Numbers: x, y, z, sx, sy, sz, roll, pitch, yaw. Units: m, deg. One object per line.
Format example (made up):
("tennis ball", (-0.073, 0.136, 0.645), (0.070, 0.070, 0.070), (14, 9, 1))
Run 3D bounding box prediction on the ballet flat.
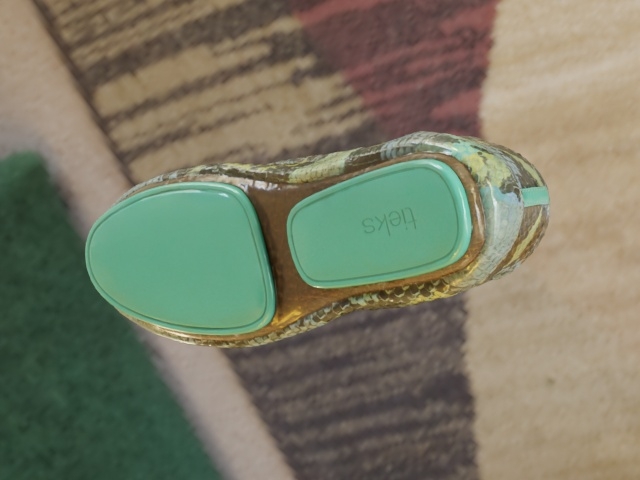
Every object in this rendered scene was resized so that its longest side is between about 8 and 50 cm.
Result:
("ballet flat", (0.000, 0.000, 0.661), (0.188, 0.070, 0.070), (-4, 117, 42))
